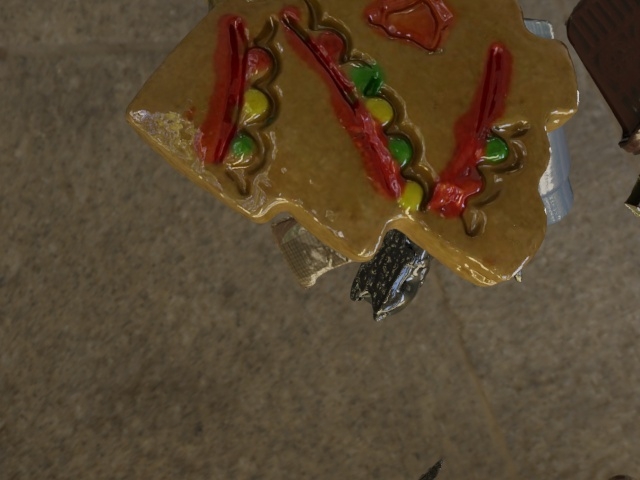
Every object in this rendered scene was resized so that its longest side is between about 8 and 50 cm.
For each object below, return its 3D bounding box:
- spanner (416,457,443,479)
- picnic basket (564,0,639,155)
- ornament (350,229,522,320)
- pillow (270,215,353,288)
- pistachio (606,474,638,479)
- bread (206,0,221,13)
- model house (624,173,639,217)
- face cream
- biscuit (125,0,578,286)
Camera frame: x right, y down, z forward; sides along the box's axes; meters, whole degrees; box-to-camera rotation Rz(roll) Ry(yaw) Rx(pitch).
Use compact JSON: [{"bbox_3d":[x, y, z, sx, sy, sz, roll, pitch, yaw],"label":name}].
[{"bbox_3d":[0.146,0.423,1.605,0.024,0.087,0.316,40,17,8],"label":"spanner"},{"bbox_3d":[0.327,-0.216,0.781,0.129,0.297,0.222,49,52,2],"label":"picnic basket"},{"bbox_3d":[0.163,0.016,1.223,0.236,0.202,0.080,10,18,-47],"label":"ornament"},{"bbox_3d":[-0.001,-0.003,1.765,0.034,0.211,0.135,-26,88,-45],"label":"pillow"},{"bbox_3d":[0.617,0.551,1.973,0.129,0.131,0.206,-41,91,-13],"label":"pistachio"},{"bbox_3d":[-0.165,-0.446,1.790,0.087,0.098,0.270,36,33,-55],"label":"bread"},{"bbox_3d":[0.529,-0.075,1.593,0.058,0.057,0.083,31,85,-38],"label":"model house"},{"bbox_3d":[0.199,-0.120,1.028,0.086,0.135,0.385,-69,152,-15],"label":"face cream"},{"bbox_3d":[0.019,-0.075,0.526,0.238,0.041,0.212,-5,77,-9],"label":"biscuit"}]
